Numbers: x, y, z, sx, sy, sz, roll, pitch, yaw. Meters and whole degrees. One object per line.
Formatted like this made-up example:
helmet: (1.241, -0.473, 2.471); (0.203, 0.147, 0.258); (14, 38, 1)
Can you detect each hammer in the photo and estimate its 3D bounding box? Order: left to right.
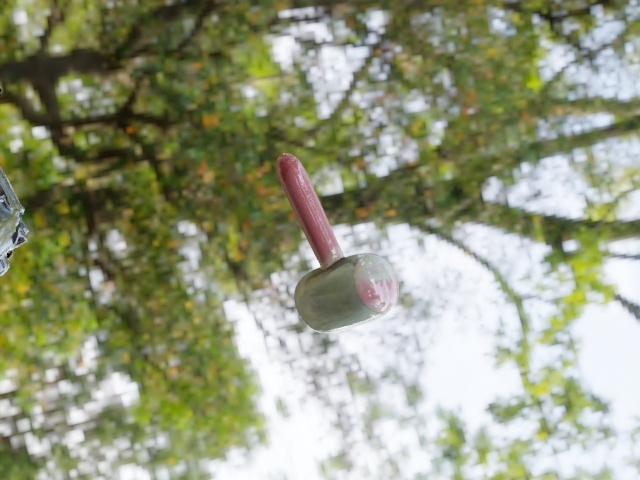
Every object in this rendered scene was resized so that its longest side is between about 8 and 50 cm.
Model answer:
hammer: (0.000, 0.000, 0.684); (0.052, 0.031, 0.083); (-21, -84, 43)

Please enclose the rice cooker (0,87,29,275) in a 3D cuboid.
rice cooker: (-0.203, -0.010, 0.632); (0.142, 0.203, 0.118); (-29, -84, 25)
